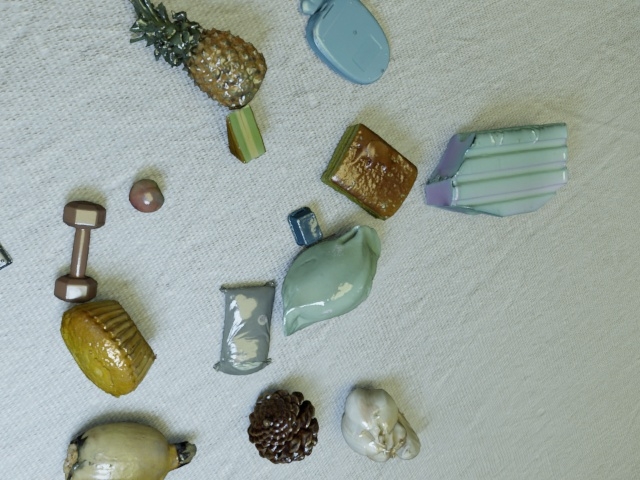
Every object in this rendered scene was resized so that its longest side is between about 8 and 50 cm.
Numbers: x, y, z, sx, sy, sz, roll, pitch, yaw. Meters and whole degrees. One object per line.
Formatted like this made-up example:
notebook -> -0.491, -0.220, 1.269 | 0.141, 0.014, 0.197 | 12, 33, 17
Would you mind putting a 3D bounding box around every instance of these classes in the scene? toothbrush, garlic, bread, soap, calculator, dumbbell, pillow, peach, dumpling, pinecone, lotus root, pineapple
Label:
toothbrush -> 0.000, 0.000, 1.581 | 0.096, 0.006, 0.008 | -23, 121, -20
garlic -> 0.166, 0.563, 1.660 | 0.184, 0.203, 0.281 | -31, 116, 3
bread -> -0.196, -0.269, 1.373 | 0.074, 0.084, 0.139 | -33, 133, -16
soap -> 0.540, -0.208, 1.715 | 0.445, 0.156, 0.262 | -11, 104, -24
bread -> -0.482, 0.237, 1.282 | 0.139, 0.239, 0.240 | -40, 115, -34
calculator -> 0.067, -0.545, 1.494 | 0.302, 0.042, 0.188 | 38, 83, -29
dumbbell -> -0.547, 0.025, 1.286 | 0.081, 0.092, 0.231 | 9, 95, 1
pillow -> -0.197, 0.240, 1.505 | 0.169, 0.059, 0.255 | 1, 100, -23
peach -> -0.410, -0.103, 1.329 | 0.083, 0.083, 0.083 | -5, 101, -24
bread -> 0.141, -0.185, 1.557 | 0.234, 0.110, 0.184 | 31, 86, -27
dumpling -> 0.028, 0.100, 1.520 | 0.320, 0.270, 0.212 | -21, 86, 4
pinecone -> -0.093, 0.512, 1.540 | 0.207, 0.207, 0.208 | -5, 101, -24
lotus root -> -0.457, 0.539, 1.382 | 0.309, 0.182, 0.183 | 10, 95, -32
pineapple -> -0.294, -0.441, 1.282 | 0.340, 0.169, 0.169 | 29, 86, -25

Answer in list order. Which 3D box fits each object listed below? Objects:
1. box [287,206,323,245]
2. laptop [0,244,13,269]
box -> -0.037, -0.036, 1.531 | 0.074, 0.054, 0.099 | -28, 109, -20
laptop -> -0.775, 0.009, 1.214 | 0.129, 0.016, 0.180 | -33, 113, -16
